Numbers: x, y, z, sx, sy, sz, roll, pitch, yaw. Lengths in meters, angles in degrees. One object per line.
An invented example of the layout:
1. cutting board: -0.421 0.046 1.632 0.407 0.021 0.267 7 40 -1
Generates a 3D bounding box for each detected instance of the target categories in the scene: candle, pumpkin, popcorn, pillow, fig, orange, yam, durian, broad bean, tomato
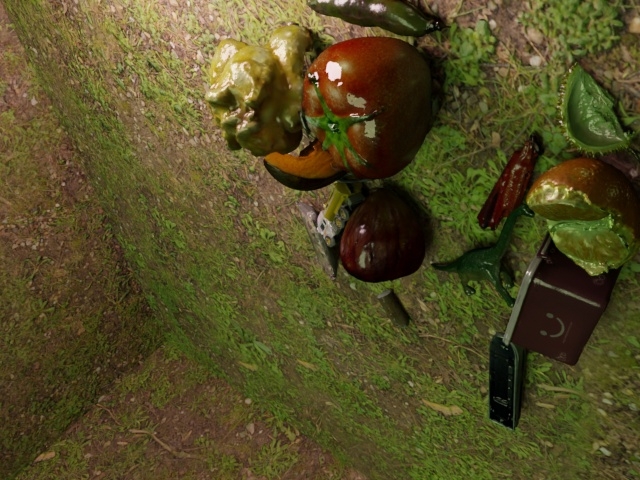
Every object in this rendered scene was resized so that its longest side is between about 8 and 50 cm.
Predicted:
1. candle: 0.406 -0.118 1.367 0.084 0.059 0.302 20 144 12
2. pumpkin: -0.013 -0.173 1.527 0.148 0.312 0.169 45 142 12
3. popcorn: -0.157 -0.355 1.556 0.326 0.290 0.321 46 150 1
4. pillow: 0.000 0.000 1.987 0.169 0.059 0.255 -126 14 -58
5. fig: 0.158 0.004 1.669 0.224 0.224 0.263 27 138 30
6. orange: 0.503 -0.060 1.210 0.237 0.158 0.179 45 154 -24
7. yam: 0.226 0.215 1.992 0.054 0.054 0.132 -5 123 53
8. durian: 0.486 -0.210 1.148 0.100 0.086 0.215 -30 101 45
9. broad bean: 0.109 -0.472 1.313 0.339 0.061 0.077 26 156 31
10. tomato: 0.112 -0.286 1.360 0.303 0.239 0.303 44 154 28

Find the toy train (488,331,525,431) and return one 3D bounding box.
1. toy train: 0.522 0.372 1.773 0.086 0.088 0.407 22 142 33

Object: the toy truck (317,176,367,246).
1. toy truck: 0.062 -0.082 1.795 0.114 0.098 0.227 58 152 20

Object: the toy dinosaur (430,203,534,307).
1. toy dinosaur: 0.365 0.023 1.526 0.447 0.087 0.301 9 142 54

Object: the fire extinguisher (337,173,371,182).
1. fire extinguisher: 0.079 -0.207 1.632 0.294 0.093 0.118 -1 109 52

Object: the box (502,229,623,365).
1. box: 0.526 0.126 1.392 0.167 0.193 0.294 23 144 20
